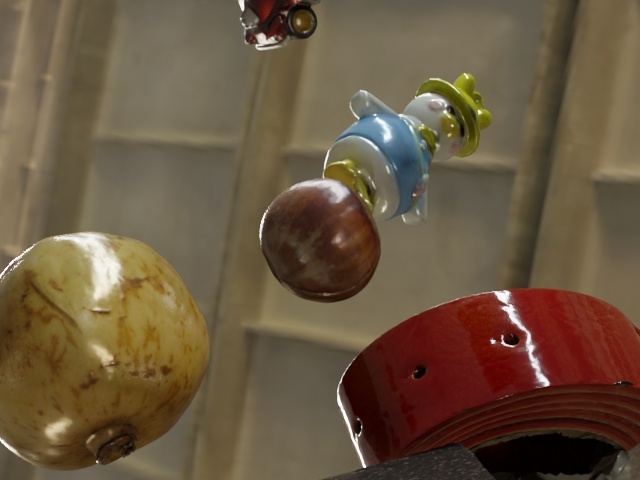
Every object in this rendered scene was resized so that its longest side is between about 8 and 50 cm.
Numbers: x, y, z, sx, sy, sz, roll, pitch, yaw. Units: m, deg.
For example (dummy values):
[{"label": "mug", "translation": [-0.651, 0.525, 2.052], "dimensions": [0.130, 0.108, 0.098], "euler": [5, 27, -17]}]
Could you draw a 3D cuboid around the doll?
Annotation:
[{"label": "doll", "translation": [0.090, -0.097, 1.618], "dimensions": [0.135, 0.241, 0.098], "euler": [45, -35, 13]}]

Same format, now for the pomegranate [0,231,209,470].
[{"label": "pomegranate", "translation": [-0.202, 0.105, 1.380], "dimensions": [0.215, 0.215, 0.215], "euler": [-33, -128, 57]}]

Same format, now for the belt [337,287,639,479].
[{"label": "belt", "translation": [0.176, 0.153, 1.324], "dimensions": [0.227, 0.324, 0.115], "euler": [-57, -139, 37]}]

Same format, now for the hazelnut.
[{"label": "hazelnut", "translation": [0.000, 0.000, 1.059], "dimensions": [0.086, 0.086, 0.086], "euler": [-33, -128, 57]}]

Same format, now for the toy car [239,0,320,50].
[{"label": "toy car", "translation": [-0.046, -0.252, 1.421], "dimensions": [0.112, 0.112, 0.139], "euler": [4, -113, 61]}]

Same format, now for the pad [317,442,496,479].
[{"label": "pad", "translation": [-0.039, 0.206, 1.080], "dimensions": [0.220, 0.330, 0.004], "euler": [-140, -144, -83]}]
